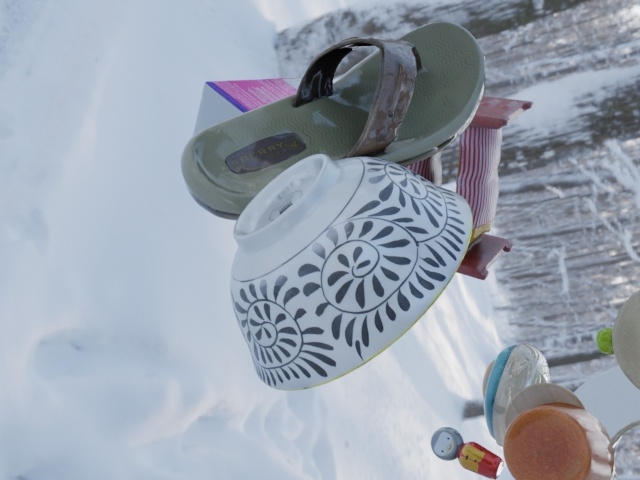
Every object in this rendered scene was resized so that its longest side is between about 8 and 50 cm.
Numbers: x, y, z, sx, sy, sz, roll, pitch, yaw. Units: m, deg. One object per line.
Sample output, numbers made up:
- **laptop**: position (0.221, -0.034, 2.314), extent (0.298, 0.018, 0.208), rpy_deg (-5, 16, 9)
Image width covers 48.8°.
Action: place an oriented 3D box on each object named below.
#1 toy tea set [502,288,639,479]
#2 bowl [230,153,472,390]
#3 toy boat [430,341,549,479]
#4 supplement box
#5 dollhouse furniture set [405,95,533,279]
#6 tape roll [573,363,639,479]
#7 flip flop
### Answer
- **toy tea set**: position (0.295, 0.135, 0.475), extent (0.124, 0.336, 0.200), rpy_deg (31, 73, -57)
- **bowl**: position (0.000, 0.000, 0.433), extent (0.080, 0.170, 0.170), rpy_deg (49, 24, -21)
- **toy boat**: position (0.366, 0.356, 1.486), extent (0.318, 0.148, 0.268), rpy_deg (-41, 137, -36)
- **supplement box**: position (-0.070, -0.172, 1.071), extent (0.220, 0.114, 0.111), rpy_deg (-14, 135, -44)
- **dollhouse furniture set**: position (0.097, -0.029, 0.777), extent (0.374, 0.152, 0.201), rpy_deg (-35, 133, -51)
- **tape roll**: position (0.558, 0.376, 1.108), extent (0.072, 0.392, 0.392), rpy_deg (-1, 77, -55)
- **flip flop**: position (0.021, -0.106, 0.534), extent (0.112, 0.277, 0.080), rpy_deg (50, -27, 29)
